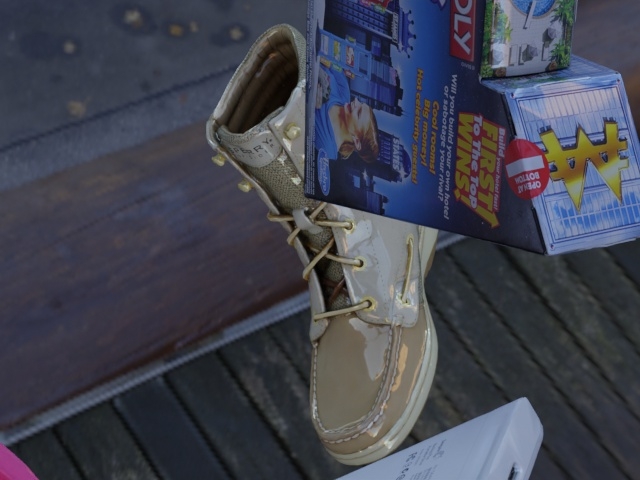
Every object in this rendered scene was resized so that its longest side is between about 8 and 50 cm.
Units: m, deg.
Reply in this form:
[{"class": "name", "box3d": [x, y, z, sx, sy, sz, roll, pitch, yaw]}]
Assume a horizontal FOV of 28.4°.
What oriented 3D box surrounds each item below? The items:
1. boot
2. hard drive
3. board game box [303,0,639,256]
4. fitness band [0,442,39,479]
[{"class": "boot", "box3d": [0.000, 0.000, 0.863, 0.203, 0.095, 0.262, 46, 43, -40]}, {"class": "hard drive", "box3d": [0.015, 0.264, 1.101, 0.047, 0.353, 0.233, 59, 25, -6]}, {"class": "board game box", "box3d": [0.063, -0.079, 0.526, 0.060, 0.194, 0.194, -12, 27, -26]}, {"class": "fitness band", "box3d": [-0.301, 0.243, 1.047, 0.054, 0.291, 0.209, -23, 41, 15]}]
